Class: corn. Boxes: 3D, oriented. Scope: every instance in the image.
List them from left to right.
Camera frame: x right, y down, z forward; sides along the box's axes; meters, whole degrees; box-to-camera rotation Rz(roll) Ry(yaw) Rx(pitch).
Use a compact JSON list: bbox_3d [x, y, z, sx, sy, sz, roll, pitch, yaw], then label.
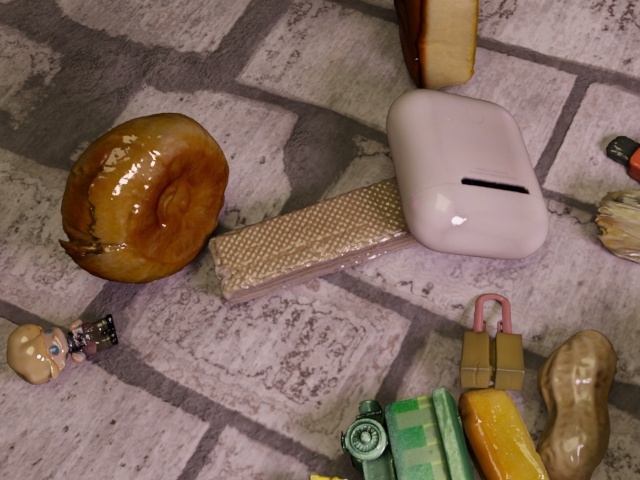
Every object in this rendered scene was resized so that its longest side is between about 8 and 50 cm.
[{"bbox_3d":[0.654,-0.021,1.407,0.305,0.123,0.122,9,65,14],"label":"corn"}]

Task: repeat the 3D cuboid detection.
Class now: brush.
[{"bbox_3d":[0.299,0.166,1.352,0.103,0.047,0.233,1,32,12],"label":"brush"},{"bbox_3d":[0.700,-0.109,1.495,0.323,0.051,0.070,38,68,24],"label":"brush"}]

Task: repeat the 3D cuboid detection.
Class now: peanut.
[{"bbox_3d":[0.414,0.269,1.270,0.125,0.111,0.275,18,61,-1],"label":"peanut"}]

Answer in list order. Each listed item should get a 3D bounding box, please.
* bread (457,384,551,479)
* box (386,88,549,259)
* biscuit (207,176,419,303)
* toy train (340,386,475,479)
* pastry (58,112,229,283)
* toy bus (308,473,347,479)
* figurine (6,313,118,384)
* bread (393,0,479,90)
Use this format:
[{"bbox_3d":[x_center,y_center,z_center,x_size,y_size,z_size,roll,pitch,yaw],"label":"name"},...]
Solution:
[{"bbox_3d":[0.293,0.352,1.249,0.094,0.102,0.246,-16,60,-10],"label":"bread"},{"bbox_3d":[0.274,-0.128,1.467,0.288,0.141,0.349,7,56,-24],"label":"box"},{"bbox_3d":[0.000,0.000,1.500,0.425,0.078,0.144,-18,60,-3],"label":"biscuit"},{"bbox_3d":[0.147,0.388,1.222,0.202,0.120,0.301,-15,58,7],"label":"toy train"},{"bbox_3d":[-0.323,-0.079,1.450,0.163,0.356,0.356,29,67,32],"label":"pastry"},{"bbox_3d":[0.001,0.487,1.213,0.074,0.081,0.226,1,60,6],"label":"toy bus"},{"bbox_3d":[-0.476,0.196,1.432,0.195,0.108,0.114,-15,79,-10],"label":"figurine"},{"bbox_3d":[0.231,-0.532,1.643,0.143,0.324,0.333,-11,58,1],"label":"bread"}]
